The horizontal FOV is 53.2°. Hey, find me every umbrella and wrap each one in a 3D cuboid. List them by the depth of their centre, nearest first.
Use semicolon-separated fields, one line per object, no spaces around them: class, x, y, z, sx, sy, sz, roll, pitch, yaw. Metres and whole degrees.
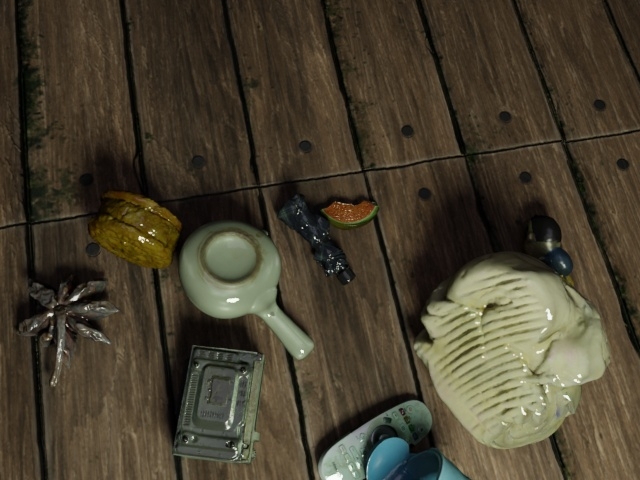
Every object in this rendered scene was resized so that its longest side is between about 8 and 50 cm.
umbrella;0.002;-0.002;1.392;0.224;0.080;0.071;52;40;10

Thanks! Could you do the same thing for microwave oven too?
microwave oven;-0.191;0.316;1.226;0.163;0.129;0.205;7;69;-3

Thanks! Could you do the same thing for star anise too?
star anise;-0.510;0.162;1.278;0.209;0.089;0.231;-25;62;-4

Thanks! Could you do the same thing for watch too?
watch;0.176;0.473;1.148;0.211;0.193;0.211;1;85;-13

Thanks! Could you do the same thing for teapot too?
teapot;-0.157;0.109;1.291;0.220;0.149;0.318;-17;71;-19

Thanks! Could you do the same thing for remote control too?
remote control;0.110;0.401;1.263;0.256;0.045;0.097;-24;84;-16

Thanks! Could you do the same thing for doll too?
doll;0.500;0.025;1.411;0.102;0.089;0.179;-5;78;-49

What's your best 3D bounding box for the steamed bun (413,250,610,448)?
steamed bun;0.379;0.193;1.236;0.247;0.339;0.352;-12;62;-48

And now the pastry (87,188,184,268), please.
pastry;-0.379;-0.022;1.311;0.188;0.189;0.103;19;67;2

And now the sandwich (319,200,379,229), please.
sandwich;0.066;-0.056;1.432;0.135;0.029;0.067;-5;65;-5
